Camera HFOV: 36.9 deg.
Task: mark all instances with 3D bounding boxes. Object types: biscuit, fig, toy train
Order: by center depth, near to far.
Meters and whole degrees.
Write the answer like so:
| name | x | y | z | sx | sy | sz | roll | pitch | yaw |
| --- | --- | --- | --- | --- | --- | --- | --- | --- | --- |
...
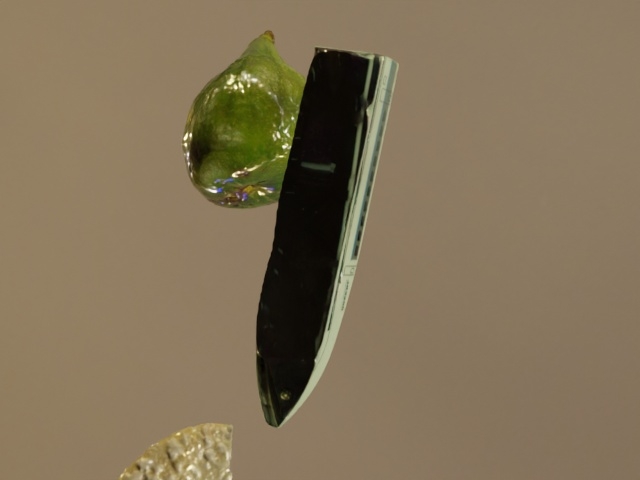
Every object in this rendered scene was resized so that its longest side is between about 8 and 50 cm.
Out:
| name | x | y | z | sx | sy | sz | roll | pitch | yaw |
| --- | --- | --- | --- | --- | --- | --- | --- | --- | --- |
| toy train | 0.000 | 0.000 | 0.641 | 0.055 | 0.048 | 0.252 | 14 | -86 | 22 |
| biscuit | -0.168 | 0.317 | 1.021 | 0.032 | 0.133 | 0.250 | 179 | -82 | -71 |
| fig | -0.092 | -0.176 | 1.265 | 0.203 | 0.203 | 0.235 | -29 | -115 | 43 |
